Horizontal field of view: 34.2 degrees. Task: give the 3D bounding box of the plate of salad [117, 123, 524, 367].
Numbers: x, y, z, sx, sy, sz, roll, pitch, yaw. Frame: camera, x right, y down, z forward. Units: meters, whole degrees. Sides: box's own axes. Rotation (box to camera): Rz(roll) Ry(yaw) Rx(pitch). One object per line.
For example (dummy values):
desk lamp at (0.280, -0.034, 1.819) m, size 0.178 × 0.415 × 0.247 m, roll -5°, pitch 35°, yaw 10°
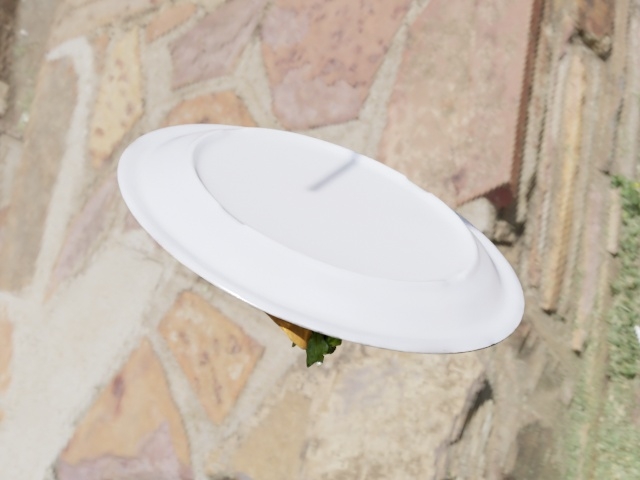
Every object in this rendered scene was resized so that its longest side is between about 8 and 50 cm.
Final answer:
plate of salad at (0.000, 0.000, 0.491) m, size 0.200 × 0.199 × 0.048 m, roll 48°, pitch 126°, yaw 46°
